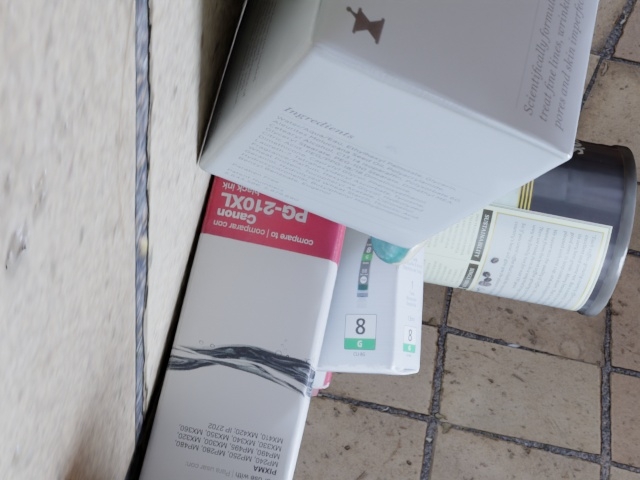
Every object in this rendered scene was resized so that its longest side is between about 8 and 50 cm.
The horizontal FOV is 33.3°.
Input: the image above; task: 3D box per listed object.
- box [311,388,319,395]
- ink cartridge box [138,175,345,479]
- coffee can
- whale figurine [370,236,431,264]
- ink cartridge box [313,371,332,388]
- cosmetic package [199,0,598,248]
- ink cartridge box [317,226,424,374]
[{"bbox_3d":[-0.033,0.075,1.490,0.148,0.127,0.232,-74,177,-75],"label":"box"},{"bbox_3d":[-0.053,0.088,0.777,0.172,0.100,0.237,102,0,-74],"label":"ink cartridge box"},{"bbox_3d":[0.200,-0.035,1.244,0.201,0.275,0.201,-169,-90,-90],"label":"coffee can"},{"bbox_3d":[0.038,-0.114,0.826,0.216,0.141,0.272,-41,-139,29],"label":"whale figurine"},{"bbox_3d":[-0.014,-0.006,1.223,0.306,0.131,0.226,-80,-178,-69],"label":"ink cartridge box"},{"bbox_3d":[0.042,-0.108,0.614,0.183,0.151,0.151,-32,-140,62],"label":"cosmetic package"},{"bbox_3d":[0.000,0.000,0.923,0.056,0.181,0.225,13,77,-57],"label":"ink cartridge box"}]
